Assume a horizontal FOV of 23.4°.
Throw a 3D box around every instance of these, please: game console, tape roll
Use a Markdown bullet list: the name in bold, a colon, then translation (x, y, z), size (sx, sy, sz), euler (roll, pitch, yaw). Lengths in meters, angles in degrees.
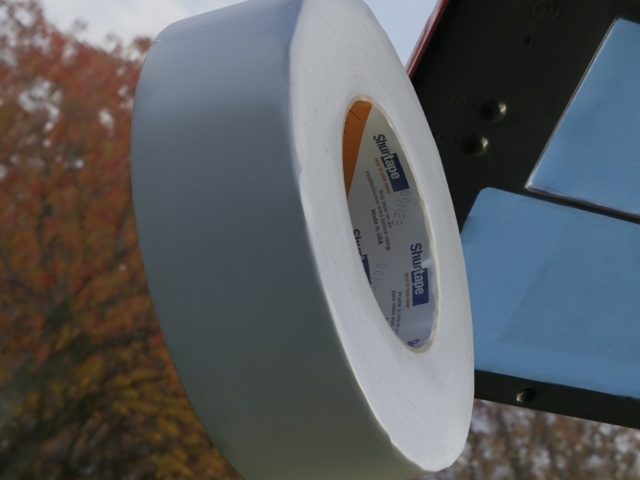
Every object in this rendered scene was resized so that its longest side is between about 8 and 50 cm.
- **game console**: translation (0.204, -0.019, 1.054), size (0.386, 0.342, 0.060), euler (12, 36, -23)
- **tape roll**: translation (0.000, 0.000, 0.681), size (0.072, 0.219, 0.219), euler (-13, -39, 19)
